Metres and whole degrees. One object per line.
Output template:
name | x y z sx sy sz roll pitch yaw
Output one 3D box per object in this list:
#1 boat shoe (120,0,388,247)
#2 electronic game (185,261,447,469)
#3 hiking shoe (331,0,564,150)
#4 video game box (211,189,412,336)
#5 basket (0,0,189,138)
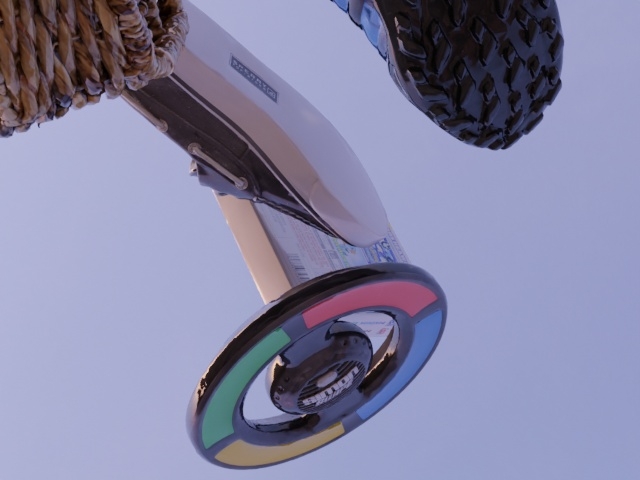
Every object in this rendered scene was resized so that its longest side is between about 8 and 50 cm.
boat shoe | -0.069 -0.085 1.051 0.102 0.301 0.108 -38 -154 26
electronic game | 0.000 0.102 0.951 0.229 0.229 0.048 -37 -122 5
hiking shoe | 0.044 -0.181 0.750 0.113 0.304 0.132 -42 -147 5
video game box | 0.000 0.000 1.178 0.048 0.187 0.205 -47 -124 35
basket | -0.174 -0.241 0.782 0.223 0.213 0.299 -24 -68 -27
